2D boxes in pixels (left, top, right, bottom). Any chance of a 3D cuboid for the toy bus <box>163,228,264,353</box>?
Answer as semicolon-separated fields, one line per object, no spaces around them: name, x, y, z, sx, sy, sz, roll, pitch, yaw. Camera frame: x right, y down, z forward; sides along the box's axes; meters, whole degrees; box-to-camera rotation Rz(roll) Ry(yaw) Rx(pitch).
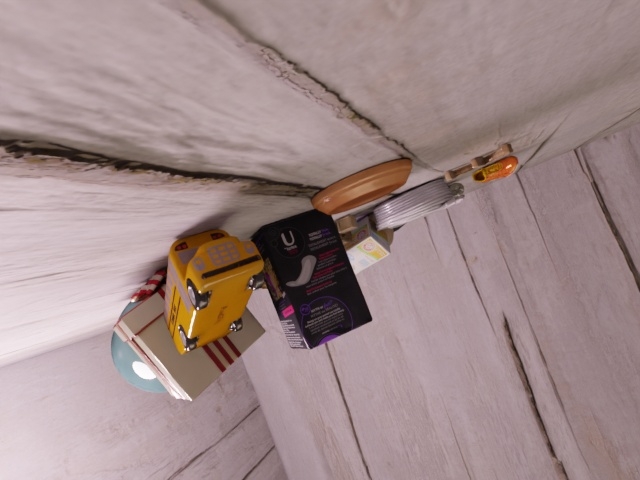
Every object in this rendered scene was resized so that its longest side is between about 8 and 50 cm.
toy bus;-0.198;0.092;0.755;0.108;0.130;0.333;-18;156;-31

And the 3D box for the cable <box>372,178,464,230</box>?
cable;0.291;-0.109;1.386;0.257;0.089;0.257;-20;177;-13

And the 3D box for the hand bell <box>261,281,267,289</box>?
hand bell;-0.178;0.080;1.592;0.126;0.126;0.242;-22;-171;10

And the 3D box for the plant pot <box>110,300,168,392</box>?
plant pot;-0.428;0.257;1.220;0.292;0.293;0.235;-19;163;-31

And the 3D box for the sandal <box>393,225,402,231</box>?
sandal;0.290;-0.095;1.617;0.254;0.097;0.054;-24;-158;45

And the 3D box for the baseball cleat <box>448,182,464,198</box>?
baseball cleat;0.438;-0.160;1.614;0.205;0.072;0.109;-15;-179;-27

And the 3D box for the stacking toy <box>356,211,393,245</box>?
stacking toy;0.111;-0.009;1.669;0.330;0.141;0.141;-15;-178;42

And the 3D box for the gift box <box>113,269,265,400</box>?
gift box;-0.309;0.184;1.026;0.276;0.258;0.255;-43;-172;-37

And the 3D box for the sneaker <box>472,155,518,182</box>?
sneaker;0.598;-0.237;1.492;0.067;0.064;0.175;-8;167;-30

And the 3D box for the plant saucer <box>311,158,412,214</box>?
plant saucer;0.080;-0.093;0.809;0.199;0.037;0.200;-21;177;-1

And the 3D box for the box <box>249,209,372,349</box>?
box;-0.026;0.086;0.970;0.165;0.271;0.143;-20;176;-23

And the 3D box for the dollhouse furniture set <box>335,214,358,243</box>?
dollhouse furniture set;0.068;0.029;1.382;0.181;0.161;0.101;-23;161;36

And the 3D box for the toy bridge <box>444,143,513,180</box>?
toy bridge;0.424;-0.209;1.170;0.188;0.026;0.063;-24;176;43

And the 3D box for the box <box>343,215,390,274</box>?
box;0.120;0.030;1.473;0.203;0.114;0.103;-33;-145;26
